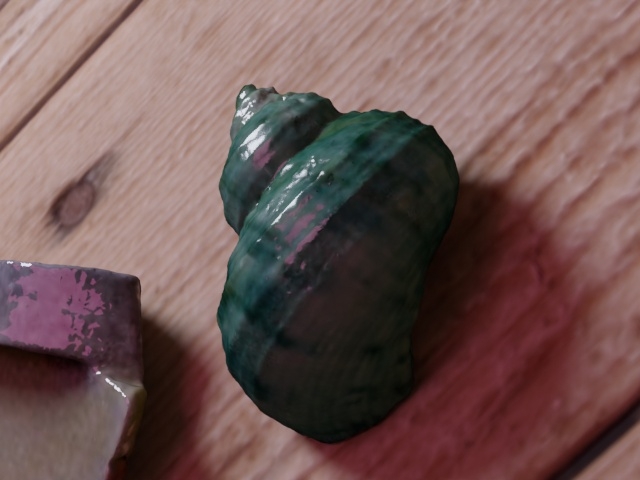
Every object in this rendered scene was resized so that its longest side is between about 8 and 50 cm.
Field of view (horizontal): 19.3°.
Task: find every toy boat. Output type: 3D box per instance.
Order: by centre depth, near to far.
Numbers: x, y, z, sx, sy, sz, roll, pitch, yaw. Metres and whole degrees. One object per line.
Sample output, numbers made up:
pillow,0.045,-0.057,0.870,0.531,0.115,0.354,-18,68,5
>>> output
toy boat,-0.213,0.132,1.318,0.276,0.111,0.294,-16,69,38

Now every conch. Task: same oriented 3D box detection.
conch,-0.002,-0.003,1.154,0.196,0.134,0.202,-32,49,25
